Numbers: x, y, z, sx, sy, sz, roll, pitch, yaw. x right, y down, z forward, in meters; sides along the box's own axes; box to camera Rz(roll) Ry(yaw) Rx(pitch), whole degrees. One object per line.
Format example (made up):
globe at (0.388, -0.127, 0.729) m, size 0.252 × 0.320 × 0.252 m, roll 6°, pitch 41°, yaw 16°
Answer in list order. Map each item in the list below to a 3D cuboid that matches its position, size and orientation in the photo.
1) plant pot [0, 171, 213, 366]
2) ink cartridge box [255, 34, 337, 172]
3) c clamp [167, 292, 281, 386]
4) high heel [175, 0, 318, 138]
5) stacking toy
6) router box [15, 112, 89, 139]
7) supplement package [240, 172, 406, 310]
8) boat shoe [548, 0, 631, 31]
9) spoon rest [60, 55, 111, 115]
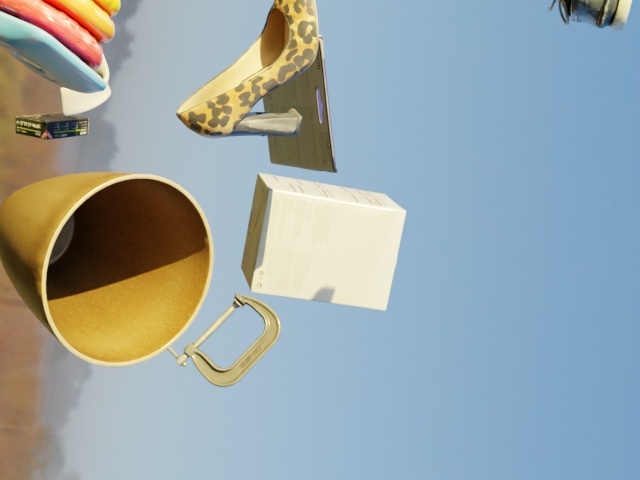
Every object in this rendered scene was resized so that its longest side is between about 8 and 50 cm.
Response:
plant pot at (-0.305, 0.008, 1.493) m, size 0.254 × 0.237 × 0.237 m, roll 20°, pitch -80°, yaw 46°
ink cartridge box at (-0.027, -0.229, 1.952) m, size 0.224 × 0.045 × 0.223 m, roll 16°, pitch -65°, yaw 59°
c clamp at (-0.143, 0.138, 1.715) m, size 0.137 × 0.161 × 0.022 m, roll 49°, pitch -2°, yaw 21°
high heel at (-0.103, -0.268, 1.649) m, size 0.093 × 0.186 × 0.261 m, roll 37°, pitch -56°, yaw 57°
stacking toy at (-0.311, -0.363, 1.568) m, size 0.175 × 0.166 × 0.301 m, roll 25°, pitch -98°, yaw 32°
router box at (-0.555, -0.237, 2.437) m, size 0.092 × 0.122 × 0.038 m, roll 14°, pitch -74°, yaw 32°
supplement package at (0.000, 0.000, 2.256) m, size 0.198 × 0.263 × 0.199 m, roll -127°, pitch -133°, yaw -75°
boat shoe at (0.343, -0.318, 1.509) m, size 0.254 × 0.079 × 0.095 m, roll -74°, pitch 177°, yaw -67°
spoon rest at (-0.432, -0.317, 2.216) m, size 0.276 × 0.084 × 0.137 m, roll -96°, pitch -174°, yaw -57°
